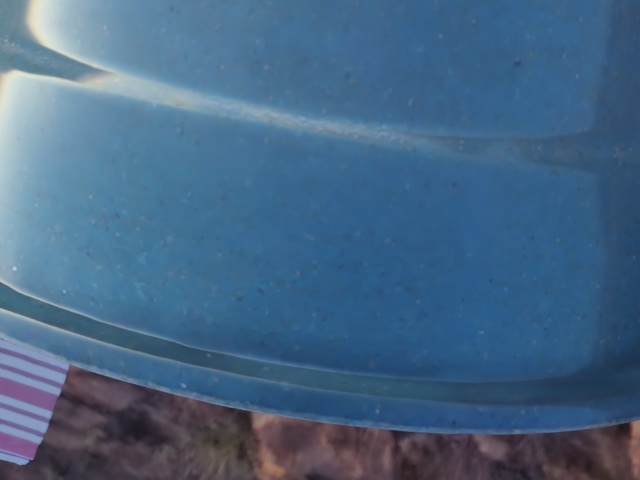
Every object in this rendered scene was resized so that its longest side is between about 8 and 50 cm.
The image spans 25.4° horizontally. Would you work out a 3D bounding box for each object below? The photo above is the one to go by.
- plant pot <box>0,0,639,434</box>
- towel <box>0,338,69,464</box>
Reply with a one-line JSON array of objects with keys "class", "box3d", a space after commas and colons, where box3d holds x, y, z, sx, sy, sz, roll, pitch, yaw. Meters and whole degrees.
[{"class": "plant pot", "box3d": [0.023, -0.150, 0.536, 0.341, 0.341, 0.334, 12, 105, 9]}, {"class": "towel", "box3d": [-0.327, 0.116, 1.438, 0.144, 0.197, 0.029, 22, 174, -20]}]
